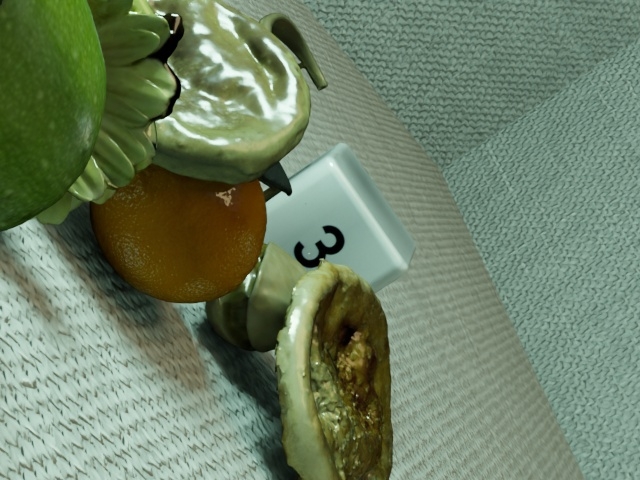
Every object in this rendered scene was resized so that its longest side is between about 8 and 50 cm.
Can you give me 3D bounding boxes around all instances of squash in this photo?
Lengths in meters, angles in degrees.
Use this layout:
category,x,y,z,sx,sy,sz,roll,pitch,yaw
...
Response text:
category,x,y,z,sx,sy,sz,roll,pitch,yaw
squash,-0.314,-0.146,1.263,0.310,0.310,0.309,63,-1,30

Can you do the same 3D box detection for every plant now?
category,x,y,z,sx,sy,sz,roll,pitch,yaw
plant,-0.259,-0.157,1.504,0.261,0.306,0.297,29,-17,2

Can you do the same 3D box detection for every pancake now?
category,x,y,z,sx,sy,sz,roll,pitch,yaw
pancake,-0.147,-0.175,1.670,0.294,0.049,0.294,13,47,-14
pancake,0.025,0.190,1.900,0.356,0.065,0.356,-9,90,-70

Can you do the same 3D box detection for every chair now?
category,x,y,z,sx,sy,sz,roll,pitch,yaw
chair,-0.113,-0.136,1.952,0.166,0.272,0.188,61,14,23

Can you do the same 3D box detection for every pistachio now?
category,x,y,z,sx,sy,sz,roll,pitch,yaw
pistachio,-0.072,0.068,1.914,0.136,0.136,0.226,58,10,10

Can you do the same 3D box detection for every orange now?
category,x,y,z,sx,sy,sz,roll,pitch,yaw
orange,-0.154,-0.031,1.710,0.206,0.206,0.206,52,12,-17

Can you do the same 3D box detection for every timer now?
category,x,y,z,sx,sy,sz,roll,pitch,yaw
timer,0.000,0.000,2.220,0.192,0.195,0.194,55,11,-4
